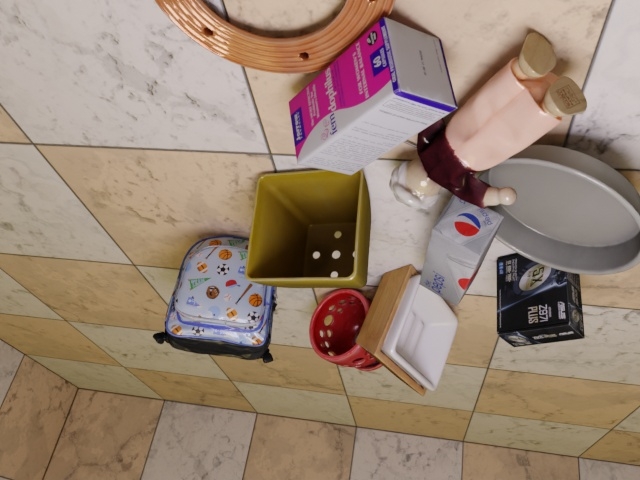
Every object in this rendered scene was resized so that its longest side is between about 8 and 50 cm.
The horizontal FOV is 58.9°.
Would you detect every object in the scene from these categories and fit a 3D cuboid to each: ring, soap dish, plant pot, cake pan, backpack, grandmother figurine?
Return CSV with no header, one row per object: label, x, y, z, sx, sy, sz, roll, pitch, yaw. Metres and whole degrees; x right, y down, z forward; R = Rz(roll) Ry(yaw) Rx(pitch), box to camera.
ring,-0.068,-0.344,0.700,0.336,0.032,0.336,9,150,5
soap dish,0.215,0.222,1.381,0.118,0.229,0.291,8,154,39
plant pot,0.092,0.242,1.478,0.191,0.191,0.174,-12,148,34
cake pan,0.384,-0.050,0.929,0.293,0.054,0.293,29,160,12
plant pot,0.000,0.000,1.100,0.212,0.212,0.187,-2,160,20
backpack,-0.219,0.118,1.298,0.276,0.263,0.213,11,144,-9
grandmother figurine,0.222,-0.138,0.853,0.104,0.208,0.342,-20,171,-34

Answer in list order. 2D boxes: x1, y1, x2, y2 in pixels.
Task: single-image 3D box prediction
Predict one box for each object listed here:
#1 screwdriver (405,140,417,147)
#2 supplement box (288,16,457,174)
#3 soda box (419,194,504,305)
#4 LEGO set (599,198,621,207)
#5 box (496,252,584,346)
screwdriver,0.128,-0.173,0.942,0.170,0.025,0.024,14,150,-23
supplement box,0.064,-0.191,0.803,0.114,0.111,0.220,4,158,-37
soda box,0.262,0.027,1.091,0.098,0.091,0.286,31,162,16
LEGO set,0.535,-0.040,0.960,0.182,0.060,0.244,17,172,4
box,0.441,0.112,1.148,0.147,0.180,0.077,-17,141,40
